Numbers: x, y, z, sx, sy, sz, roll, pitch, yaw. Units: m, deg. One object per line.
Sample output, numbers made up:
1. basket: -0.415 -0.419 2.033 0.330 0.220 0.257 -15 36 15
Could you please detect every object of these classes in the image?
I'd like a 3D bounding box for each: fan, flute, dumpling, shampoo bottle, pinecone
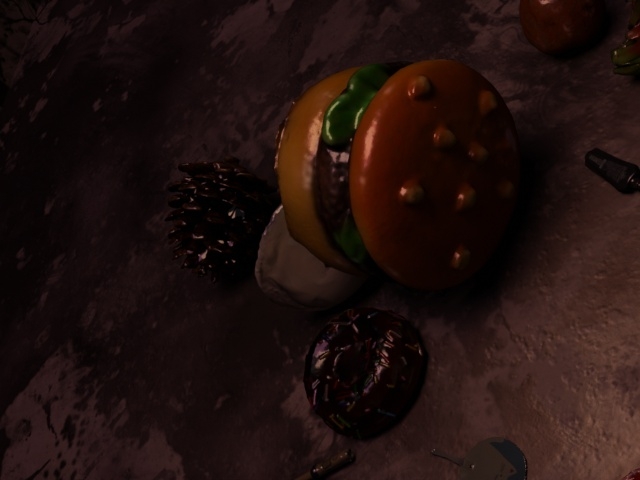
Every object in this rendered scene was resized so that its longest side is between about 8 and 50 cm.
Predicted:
1. fan: 0.231 0.339 1.437 0.175 0.005 0.113 12 72 49
2. flute: -0.038 0.411 1.638 0.233 0.027 0.027 -35 43 23
3. dumpling: -0.004 0.000 1.749 0.175 0.227 0.243 2 55 50
4. shampoo bottle: 0.467 -0.105 1.506 0.048 0.027 0.137 -61 37 13
5. pinecone: -0.214 -0.052 2.003 0.224 0.224 0.272 0 67 45

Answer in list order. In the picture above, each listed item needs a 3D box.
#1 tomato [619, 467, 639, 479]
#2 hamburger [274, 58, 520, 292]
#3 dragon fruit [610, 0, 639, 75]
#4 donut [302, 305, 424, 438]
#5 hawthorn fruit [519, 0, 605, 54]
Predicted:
1. tomato: 0.424 0.352 1.181 0.156 0.069 0.155 -35 38 33
2. hamburger: 0.153 -0.104 1.569 0.277 0.396 0.395 8 69 48
3. dragon fruit: 0.565 -0.376 1.500 0.269 0.198 0.200 -16 62 55
4. donut: 0.062 0.214 1.634 0.235 0.089 0.235 -26 48 32
5. hawthorn fruit: 0.419 -0.416 1.673 0.149 0.189 0.149 -7 45 7
